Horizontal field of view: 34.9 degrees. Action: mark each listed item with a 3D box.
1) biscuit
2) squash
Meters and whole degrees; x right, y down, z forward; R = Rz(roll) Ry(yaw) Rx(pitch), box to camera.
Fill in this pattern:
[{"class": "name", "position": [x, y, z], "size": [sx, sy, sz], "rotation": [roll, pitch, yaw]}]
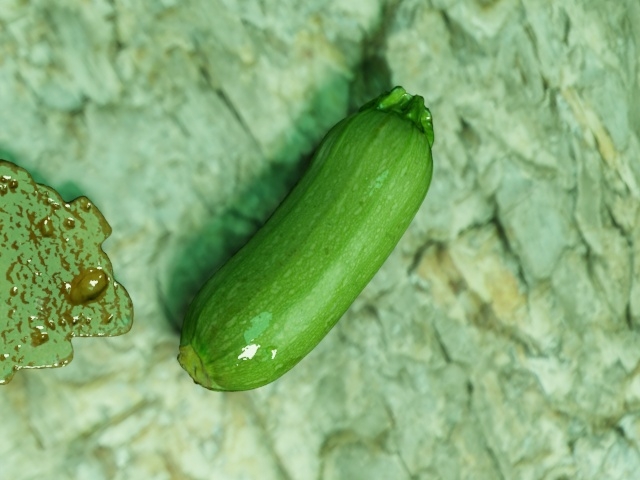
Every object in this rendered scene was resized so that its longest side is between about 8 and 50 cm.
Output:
[{"class": "biscuit", "position": [-0.164, 0.026, 0.529], "size": [0.130, 0.019, 0.119], "rotation": [-43, 107, -24]}, {"class": "squash", "position": [0.000, 0.000, 0.590], "size": [0.077, 0.068, 0.219], "rotation": [43, 69, -18]}]
